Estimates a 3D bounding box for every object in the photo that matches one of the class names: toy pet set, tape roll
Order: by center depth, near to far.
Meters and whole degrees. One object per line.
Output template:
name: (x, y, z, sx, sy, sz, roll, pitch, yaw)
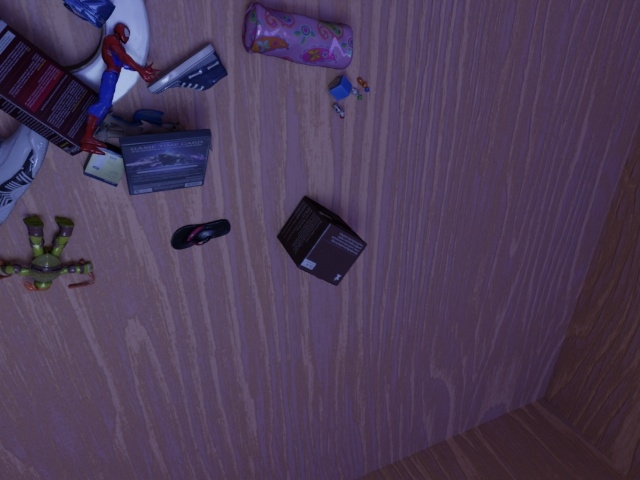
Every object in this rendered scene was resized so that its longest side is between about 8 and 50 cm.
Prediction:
tape roll: (-0.560, -0.458, 0.962, 0.391, 0.072, 0.393, -13, 123, -21)
toy pet set: (0.083, -0.417, 1.313, 0.122, 0.065, 0.114, -47, 128, 5)

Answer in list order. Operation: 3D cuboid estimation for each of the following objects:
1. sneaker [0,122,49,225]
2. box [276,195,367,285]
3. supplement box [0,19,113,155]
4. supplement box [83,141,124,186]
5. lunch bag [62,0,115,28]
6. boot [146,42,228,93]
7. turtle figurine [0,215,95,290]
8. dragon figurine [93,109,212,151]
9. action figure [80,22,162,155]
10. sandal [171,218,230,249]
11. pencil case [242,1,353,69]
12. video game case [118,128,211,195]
sneaker: (-0.749, -0.158, 0.987, 0.210, 0.137, 0.366, 31, 111, -38)
box: (0.000, 0.000, 1.433, 0.168, 0.203, 0.167, 28, 103, -37)
supplement box: (-0.566, -0.297, 0.929, 0.239, 0.073, 0.130, 40, 60, -37)
supplement box: (-0.531, -0.193, 1.143, 0.083, 0.056, 0.083, 23, 106, -35)
lunch bag: (-0.467, -0.473, 0.912, 0.098, 0.067, 0.065, 34, 99, -36)
boot: (-0.320, -0.391, 1.122, 0.190, 0.069, 0.086, -36, 125, -5)
turtle figurine: (-0.715, 0.049, 1.174, 0.269, 0.087, 0.218, 6, 115, -29)
dragon figurine: (-0.414, -0.272, 1.136, 0.289, 0.144, 0.085, -12, 123, -43)
action figure: (-0.408, -0.316, 0.972, 0.138, 0.091, 0.281, 10, 81, -29)
sandal: (-0.348, -0.017, 1.349, 0.179, 0.040, 0.067, -18, 125, -16)
pencil case: (-0.051, -0.511, 1.161, 0.283, 0.124, 0.124, -1, 118, -27)
video game case: (-0.377, -0.186, 1.130, 0.195, 0.026, 0.274, -11, 166, -21)
